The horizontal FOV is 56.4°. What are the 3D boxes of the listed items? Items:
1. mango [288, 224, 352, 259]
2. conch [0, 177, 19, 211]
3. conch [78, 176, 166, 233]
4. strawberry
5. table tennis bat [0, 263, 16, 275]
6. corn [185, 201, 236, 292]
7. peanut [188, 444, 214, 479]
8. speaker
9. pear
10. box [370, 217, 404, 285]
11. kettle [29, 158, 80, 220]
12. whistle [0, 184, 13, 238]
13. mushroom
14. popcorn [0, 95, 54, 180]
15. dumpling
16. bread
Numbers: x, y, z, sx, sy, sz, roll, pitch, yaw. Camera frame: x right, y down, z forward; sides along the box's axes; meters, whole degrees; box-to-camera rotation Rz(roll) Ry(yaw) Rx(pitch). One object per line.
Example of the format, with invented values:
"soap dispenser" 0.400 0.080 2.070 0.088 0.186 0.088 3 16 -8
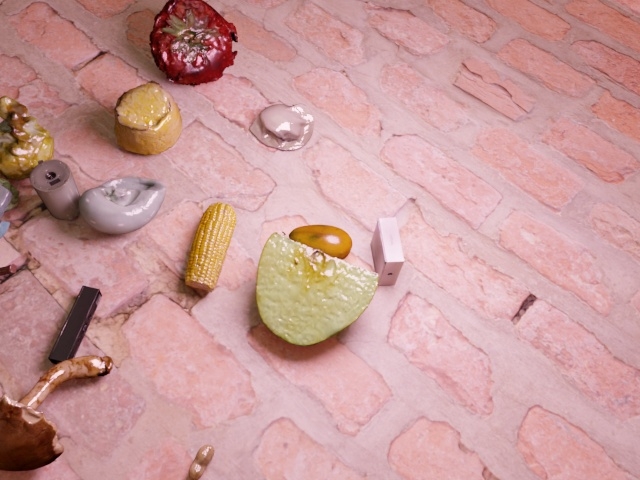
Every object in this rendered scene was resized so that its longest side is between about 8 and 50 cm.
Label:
"mango" 0.004 0.001 1.558 0.163 0.111 0.090 18 98 26
"conch" -0.872 -0.115 1.554 0.170 0.079 0.106 -13 48 -10
"conch" -0.511 -0.097 1.551 0.221 0.121 0.185 -12 57 -21
"strawberry" -0.393 -0.604 1.829 0.274 0.220 0.274 -1 93 -23
"table tennis bat" -0.774 0.097 1.470 0.169 0.119 0.108 -12 69 22
"corn" -0.281 0.014 1.524 0.093 0.093 0.244 11 58 1
"peanut" -0.257 0.478 1.280 0.037 0.037 0.083 19 58 6
"speaker" -0.576 0.201 1.410 0.046 0.040 0.191 14 58 0
"pear" -0.030 0.143 1.456 0.288 0.139 0.239 22 73 4
"box" 0.171 0.030 1.540 0.051 0.129 0.130 -3 59 -8
"kettle" -0.686 -0.131 1.538 0.126 0.148 0.098 21 61 5
"whistle" -0.863 -0.022 1.461 0.186 0.093 0.274 28 74 18
"mushroom" -0.616 0.358 1.259 0.232 0.302 0.208 20 102 3
"popcorn" -0.815 -0.271 1.587 0.197 0.213 0.198 7 25 -3
"dumpling" -0.111 -0.336 1.763 0.176 0.092 0.150 -11 75 -18
"bread" -0.489 -0.339 1.669 0.197 0.170 0.197 2 72 -6
